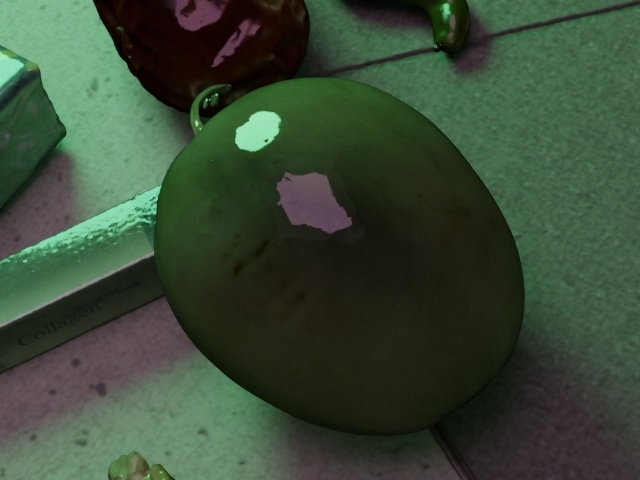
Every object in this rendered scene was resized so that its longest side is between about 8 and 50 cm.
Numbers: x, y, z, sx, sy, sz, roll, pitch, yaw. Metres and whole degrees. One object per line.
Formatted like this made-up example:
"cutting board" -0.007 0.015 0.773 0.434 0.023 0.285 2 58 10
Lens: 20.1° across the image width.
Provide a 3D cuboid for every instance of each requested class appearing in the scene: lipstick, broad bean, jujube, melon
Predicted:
"lipstick" -0.231 0.045 1.534 0.317 0.066 0.068 -25 59 -4
"broad bean" 0.055 -0.241 1.653 0.213 0.048 0.070 37 72 24
"jujube" -0.113 -0.222 1.607 0.174 0.174 0.250 -24 63 -3
"melon" 0.013 0.009 1.398 0.308 0.272 0.272 20 65 3

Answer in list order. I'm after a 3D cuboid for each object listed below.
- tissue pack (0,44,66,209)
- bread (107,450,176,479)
"tissue pack" -0.418 -0.110 1.625 0.310 0.128 0.228 30 68 24
"bread" -0.154 0.262 1.309 0.183 0.211 0.224 -40 66 -4
